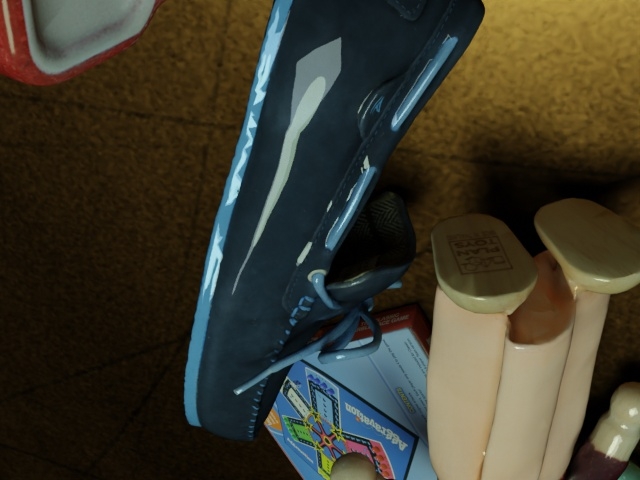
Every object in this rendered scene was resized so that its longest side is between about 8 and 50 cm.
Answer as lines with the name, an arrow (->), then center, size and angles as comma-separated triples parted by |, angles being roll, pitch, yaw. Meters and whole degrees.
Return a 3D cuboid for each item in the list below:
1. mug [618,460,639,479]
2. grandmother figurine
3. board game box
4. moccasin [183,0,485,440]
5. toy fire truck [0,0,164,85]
mug -> 0.242, 0.232, 0.810 | 0.129, 0.157, 0.097 | 9, 135, -23
grandmother figurine -> 0.109, 0.141, 0.745 | 0.208, 0.104, 0.342 | -4, 127, -1
board game box -> 0.065, 0.171, 0.868 | 0.145, 0.027, 0.281 | -17, 121, 26
moccasin -> 0.000, 0.000, 0.683 | 0.117, 0.137, 0.342 | 16, 131, -1
toy fire truck -> -0.040, -0.226, 0.407 | 0.169, 0.254, 0.302 | 26, 135, 27
